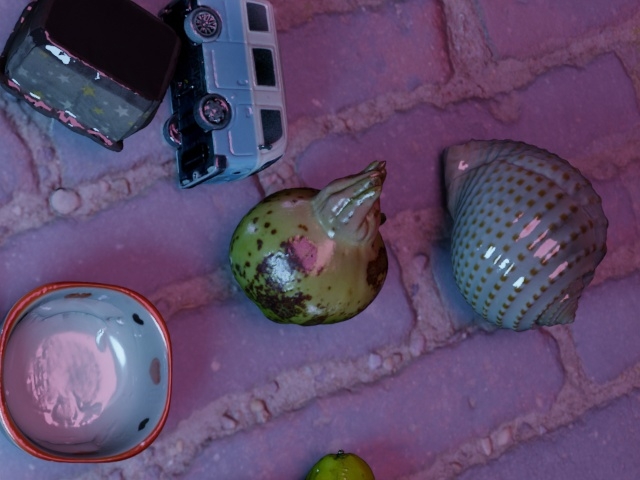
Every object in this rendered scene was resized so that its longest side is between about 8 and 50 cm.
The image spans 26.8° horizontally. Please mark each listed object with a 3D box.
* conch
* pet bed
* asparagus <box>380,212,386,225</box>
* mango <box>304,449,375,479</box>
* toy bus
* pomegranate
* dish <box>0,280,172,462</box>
[{"bbox_3d":[0.334,-0.025,2.108,0.303,0.215,0.319,-20,92,-39],"label":"conch"},{"bbox_3d":[-0.320,-0.234,1.833,0.211,0.159,0.183,30,44,-22],"label":"pet bed"},{"bbox_3d":[0.052,-0.022,2.059,0.108,0.021,0.025,-17,86,-28],"label":"asparagus"},{"bbox_3d":[0.023,0.392,1.933,0.119,0.100,0.178,19,84,-28],"label":"mango"},{"bbox_3d":[-0.133,-0.215,1.931,0.164,0.133,0.271,-2,80,-32],"label":"toy bus"},{"bbox_3d":[0.008,0.014,1.889,0.222,0.276,0.204,-7,83,-47],"label":"pomegranate"},{"bbox_3d":[-0.325,0.177,1.773,0.256,0.117,0.256,5,79,-28],"label":"dish"}]
